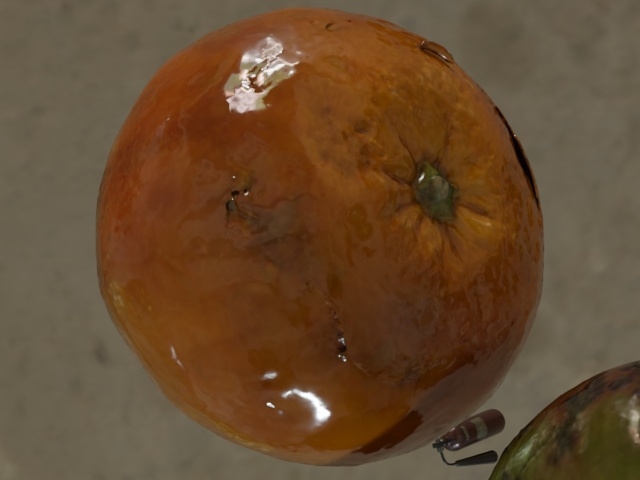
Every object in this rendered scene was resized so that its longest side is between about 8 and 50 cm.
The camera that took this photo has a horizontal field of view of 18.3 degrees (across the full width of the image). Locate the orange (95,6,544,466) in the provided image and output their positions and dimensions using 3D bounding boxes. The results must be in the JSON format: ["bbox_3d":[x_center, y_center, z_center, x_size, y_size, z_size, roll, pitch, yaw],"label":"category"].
[{"bbox_3d":[0.000,0.000,1.214,0.226,0.284,0.284,-26,90,50],"label":"orange"}]

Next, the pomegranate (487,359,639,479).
[{"bbox_3d":[0.108,0.118,0.681,0.156,0.220,0.156,3,95,34],"label":"pomegranate"}]

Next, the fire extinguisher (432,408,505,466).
[{"bbox_3d":[0.133,0.187,1.809,0.032,0.100,0.046,7,106,41],"label":"fire extinguisher"}]
